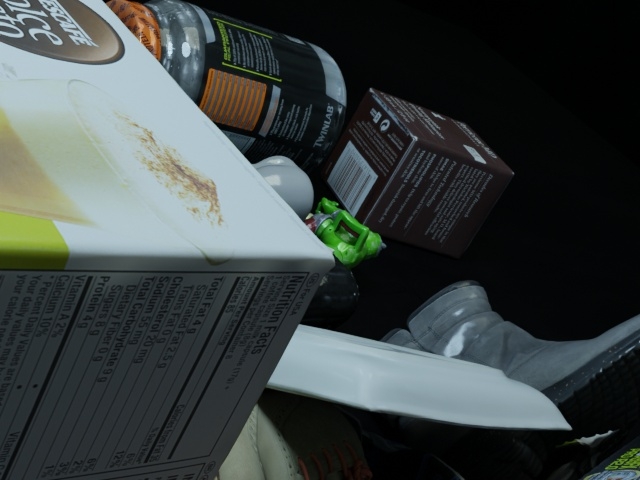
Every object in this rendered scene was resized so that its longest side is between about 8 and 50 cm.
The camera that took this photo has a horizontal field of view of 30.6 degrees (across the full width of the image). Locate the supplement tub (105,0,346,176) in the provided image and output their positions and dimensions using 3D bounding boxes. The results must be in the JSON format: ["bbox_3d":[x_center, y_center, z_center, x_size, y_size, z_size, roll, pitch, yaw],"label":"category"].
[{"bbox_3d":[-0.148,-0.203,1.584,0.338,0.207,0.207,11,27,-41],"label":"supplement tub"}]

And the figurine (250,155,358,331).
[{"bbox_3d":[-0.085,0.006,1.291,0.209,0.092,0.215,-2,61,-45],"label":"figurine"}]

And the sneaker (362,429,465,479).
[{"bbox_3d":[0.085,0.220,1.050,0.081,0.080,0.211,20,4,-45],"label":"sneaker"}]

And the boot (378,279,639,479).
[{"bbox_3d":[0.205,0.109,1.193,0.223,0.338,0.118,58,-3,45],"label":"boot"}]

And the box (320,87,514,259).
[{"bbox_3d":[0.144,-0.101,1.784,0.203,0.167,0.168,15,25,-34],"label":"box"}]

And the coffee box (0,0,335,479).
[{"bbox_3d":[-0.263,0.038,0.678,0.334,0.338,0.337,2,35,-43],"label":"coffee box"}]

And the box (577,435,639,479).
[{"bbox_3d":[0.284,0.300,1.018,0.060,0.216,0.270,-11,-2,32],"label":"box"}]

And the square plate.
[{"bbox_3d":[0.000,0.104,1.027,0.344,0.049,0.347,9,-4,37],"label":"square plate"}]

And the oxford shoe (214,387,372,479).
[{"bbox_3d":[-0.026,0.166,0.879,0.130,0.123,0.348,1,6,4],"label":"oxford shoe"}]

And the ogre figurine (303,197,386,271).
[{"bbox_3d":[0.000,0.000,1.474,0.118,0.097,0.197,27,6,25],"label":"ogre figurine"}]

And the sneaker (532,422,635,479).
[{"bbox_3d":[0.262,0.211,1.319,0.121,0.111,0.300,38,21,30],"label":"sneaker"}]
